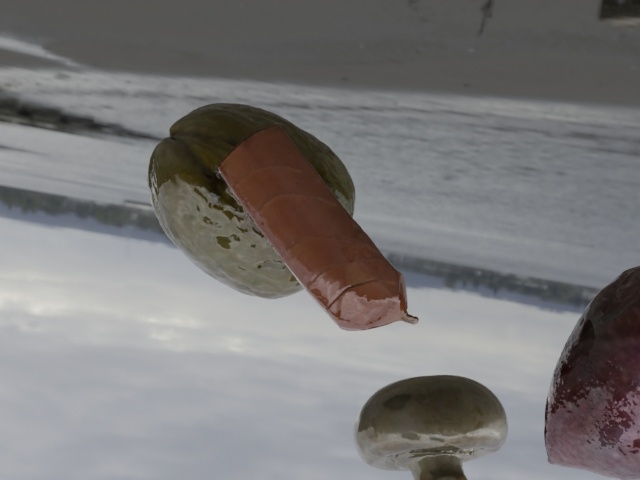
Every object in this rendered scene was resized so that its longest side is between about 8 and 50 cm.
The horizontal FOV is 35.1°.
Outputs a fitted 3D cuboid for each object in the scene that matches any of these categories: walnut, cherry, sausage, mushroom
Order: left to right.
[{"bbox_3d":[-0.092,-0.057,1.309,0.283,0.227,0.283,36,178,2],"label":"walnut"},{"bbox_3d":[-0.001,0.000,0.700,0.169,0.065,0.065,52,-164,18],"label":"sausage"},{"bbox_3d":[0.159,0.275,1.362,0.206,0.209,0.206,-30,176,-2],"label":"mushroom"},{"bbox_3d":[0.301,0.122,0.921,0.175,0.250,0.192,40,-169,-27],"label":"cherry"}]
